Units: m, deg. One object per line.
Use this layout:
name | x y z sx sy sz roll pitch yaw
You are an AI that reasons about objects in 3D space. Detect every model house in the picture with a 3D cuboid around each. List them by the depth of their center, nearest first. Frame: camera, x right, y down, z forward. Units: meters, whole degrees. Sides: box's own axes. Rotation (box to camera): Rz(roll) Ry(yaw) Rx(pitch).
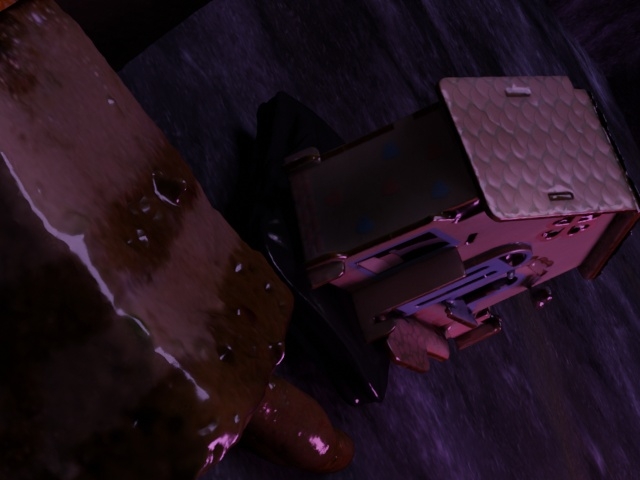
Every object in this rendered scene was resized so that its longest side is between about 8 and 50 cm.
model house | 0.147 -0.015 1.345 0.326 0.244 0.169 28 38 -61

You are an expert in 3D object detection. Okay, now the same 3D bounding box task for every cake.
cake | -0.171 0.003 0.796 0.293 0.196 0.199 55 21 -11

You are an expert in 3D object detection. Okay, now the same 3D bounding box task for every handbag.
handbag | 0.000 -0.002 1.408 0.191 0.075 0.332 51 19 -23

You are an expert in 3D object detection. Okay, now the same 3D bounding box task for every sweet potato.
sweet potato | -0.032 0.128 1.162 0.078 0.058 0.255 47 3 41

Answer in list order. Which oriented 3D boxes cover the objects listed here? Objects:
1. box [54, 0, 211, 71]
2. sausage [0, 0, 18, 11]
box | -0.203 -0.253 1.206 0.184 0.143 0.273 63 20 14
sausage | -0.300 -0.177 0.924 0.312 0.093 0.093 36 29 -46
